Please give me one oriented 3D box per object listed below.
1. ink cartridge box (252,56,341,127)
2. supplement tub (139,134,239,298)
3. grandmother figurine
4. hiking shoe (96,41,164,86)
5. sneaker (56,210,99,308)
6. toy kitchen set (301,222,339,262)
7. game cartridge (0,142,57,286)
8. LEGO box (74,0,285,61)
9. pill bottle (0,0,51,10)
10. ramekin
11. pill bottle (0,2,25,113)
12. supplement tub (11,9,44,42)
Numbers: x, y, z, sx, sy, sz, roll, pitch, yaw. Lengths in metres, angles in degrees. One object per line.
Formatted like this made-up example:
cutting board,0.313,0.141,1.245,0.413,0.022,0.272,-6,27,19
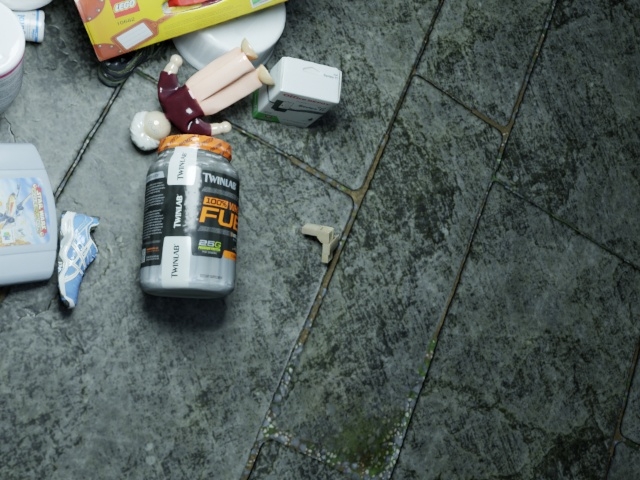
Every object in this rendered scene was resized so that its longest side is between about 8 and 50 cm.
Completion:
ink cartridge box,-0.061,-0.352,1.737,0.153,0.208,0.087,8,78,-22
supplement tub,-0.284,-0.048,1.588,0.207,0.207,0.338,5,79,-23
grandmother figurine,-0.286,-0.323,1.638,0.342,0.104,0.208,-34,91,1
hiking shoe,-0.417,-0.452,1.652,0.086,0.114,0.227,37,69,-14
sneaker,-0.519,0.041,1.540,0.081,0.080,0.211,4,80,-20
toy kitchen set,0.000,0.000,1.805,0.068,0.075,0.083,-44,141,-59
game cartridge,-0.649,-0.055,1.486,0.198,0.062,0.297,-7,88,-37
LEGO box,-0.315,-0.658,1.567,0.500,0.193,0.372,-22,68,-11
pill bottle,-0.661,-0.641,1.528,0.162,0.162,0.278,-15,70,-25
ramekin,-0.218,-0.543,1.744,0.277,0.135,0.277,4,79,-23
pill bottle,-0.674,-0.350,1.429,0.160,0.283,0.160,4,79,-23
supplement tub,-0.661,-0.474,1.575,0.107,0.071,0.071,1,80,-23
